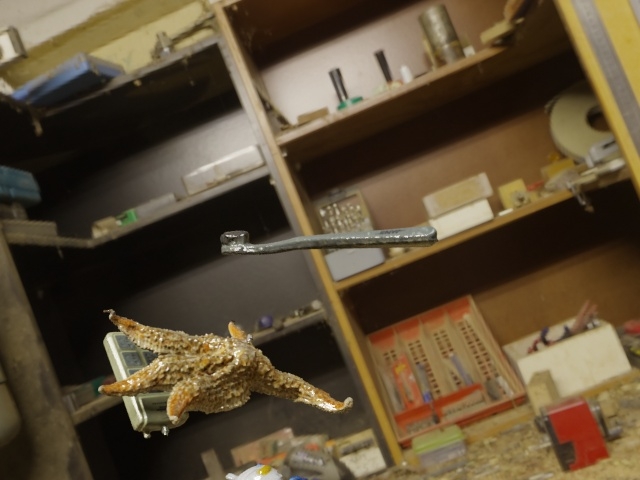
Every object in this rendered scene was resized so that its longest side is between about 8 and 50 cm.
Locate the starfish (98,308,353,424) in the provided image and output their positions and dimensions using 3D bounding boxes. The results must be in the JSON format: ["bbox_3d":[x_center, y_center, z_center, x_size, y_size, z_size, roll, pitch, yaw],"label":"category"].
[{"bbox_3d":[-0.154,0.159,0.921,0.293,0.084,0.301,6,19,-41],"label":"starfish"}]

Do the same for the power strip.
[{"bbox_3d":[-0.234,0.191,0.920,0.076,0.169,0.028,6,-50,-45],"label":"power strip"}]

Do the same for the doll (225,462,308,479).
[{"bbox_3d":[-0.012,0.320,0.832,0.227,0.057,0.114,13,-17,10],"label":"doll"}]

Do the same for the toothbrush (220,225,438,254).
[{"bbox_3d":[0.000,0.000,0.806,0.297,0.031,0.030,-2,10,32],"label":"toothbrush"}]
